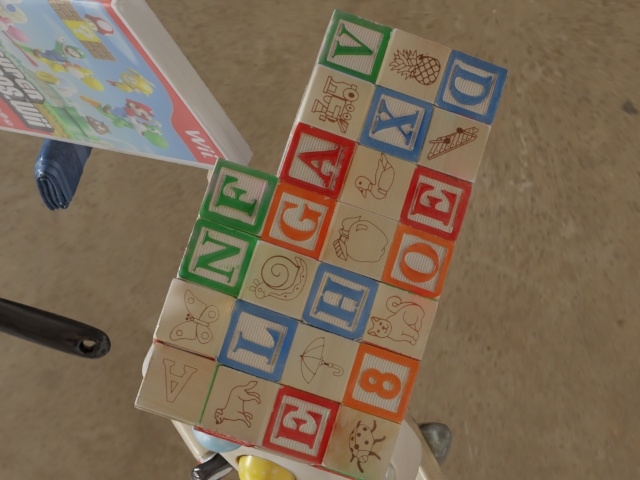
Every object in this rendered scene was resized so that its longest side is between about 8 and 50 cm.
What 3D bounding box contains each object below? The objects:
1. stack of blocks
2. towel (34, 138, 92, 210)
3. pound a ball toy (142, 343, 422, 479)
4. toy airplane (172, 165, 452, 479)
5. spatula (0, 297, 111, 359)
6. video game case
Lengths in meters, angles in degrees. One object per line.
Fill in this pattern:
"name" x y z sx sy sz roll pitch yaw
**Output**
"stack of blocks" 0.000 0.000 0.892 0.171 0.087 0.297 19 79 -4
"towel" -0.233 -0.092 1.193 0.029 0.067 0.119 10 59 10
"pound a ball toy" -0.054 0.185 1.208 0.208 0.136 0.319 0 142 35
"toy airplane" 0.010 0.113 1.482 0.384 0.272 0.386 11 102 35
"spatula" -0.312 0.047 1.039 0.296 0.030 0.084 16 111 -17
"video game case" -0.210 -0.136 1.001 0.285 0.204 0.025 12 64 31
